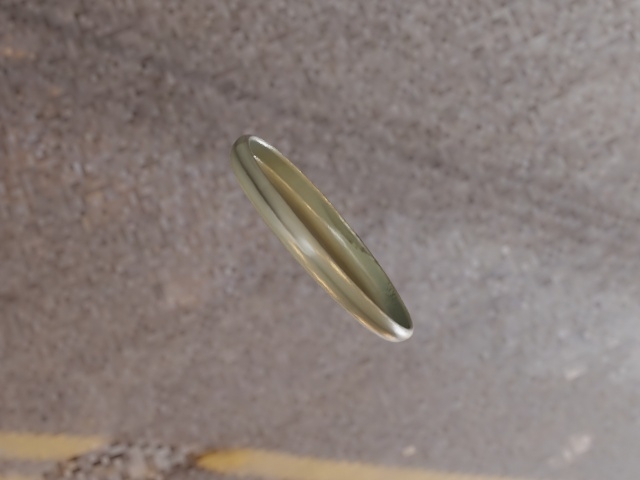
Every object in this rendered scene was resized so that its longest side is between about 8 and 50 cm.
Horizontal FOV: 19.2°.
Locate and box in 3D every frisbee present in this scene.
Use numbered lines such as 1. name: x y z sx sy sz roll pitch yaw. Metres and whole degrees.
1. frisbee: 0.000 0.000 0.793 0.014 0.110 0.110 -40 154 8
